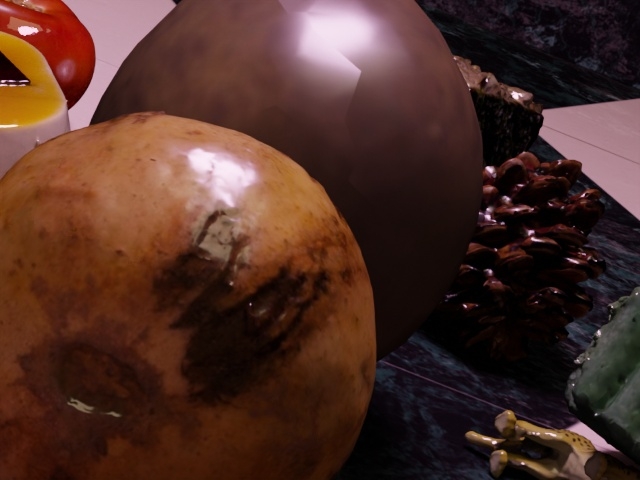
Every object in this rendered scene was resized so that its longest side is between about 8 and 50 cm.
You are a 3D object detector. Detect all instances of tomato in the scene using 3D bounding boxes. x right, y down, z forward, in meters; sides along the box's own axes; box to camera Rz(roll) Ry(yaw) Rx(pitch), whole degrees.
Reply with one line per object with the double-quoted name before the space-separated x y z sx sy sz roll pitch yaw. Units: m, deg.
"tomato" -0.343 -0.206 2.074 0.195 0.136 0.195 20 20 -8

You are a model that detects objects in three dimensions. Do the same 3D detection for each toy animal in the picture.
"toy animal" 0.231 0.210 1.689 0.136 0.073 0.181 18 4 -40

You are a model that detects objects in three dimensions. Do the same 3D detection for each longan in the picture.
"longan" -0.036 -0.048 1.600 0.336 0.404 0.404 19 18 -12

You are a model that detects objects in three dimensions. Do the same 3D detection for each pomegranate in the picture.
"pomegranate" -0.116 0.073 1.238 0.322 0.322 0.322 20 18 -7

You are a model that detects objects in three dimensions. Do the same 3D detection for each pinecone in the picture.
"pinecone" 0.199 0.023 1.971 0.221 0.221 0.221 20 18 -7

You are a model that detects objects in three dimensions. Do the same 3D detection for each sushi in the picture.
"sushi" 0.155 -0.159 2.429 0.211 0.171 0.350 35 10 32

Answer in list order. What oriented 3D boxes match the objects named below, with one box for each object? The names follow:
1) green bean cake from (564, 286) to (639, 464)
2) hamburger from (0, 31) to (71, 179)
"green bean cake" 0.342 0.143 1.671 0.308 0.169 0.300 34 2 -42
"hamburger" -0.346 -0.102 1.756 0.227 0.151 0.295 9 26 -22
